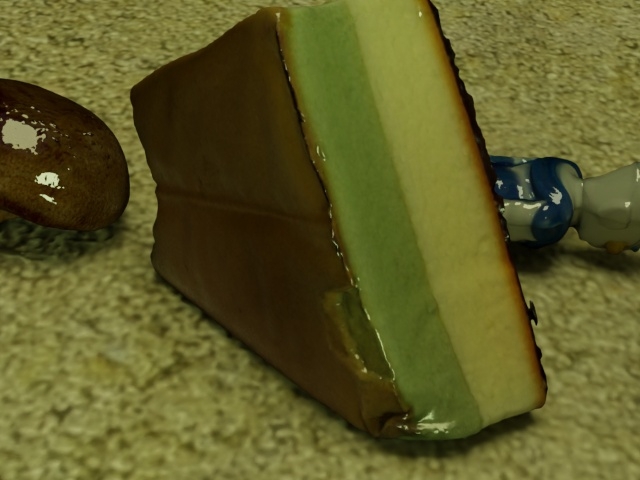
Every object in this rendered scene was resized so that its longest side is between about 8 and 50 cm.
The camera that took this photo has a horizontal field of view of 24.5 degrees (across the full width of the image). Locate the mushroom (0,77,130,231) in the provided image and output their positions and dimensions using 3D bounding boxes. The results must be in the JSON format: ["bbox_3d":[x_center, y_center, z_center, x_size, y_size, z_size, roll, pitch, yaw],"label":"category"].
[{"bbox_3d":[-0.167,-0.043,0.837,0.127,0.087,0.127,23,12,-5],"label":"mushroom"}]

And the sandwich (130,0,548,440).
[{"bbox_3d":[0.000,0.000,0.756,0.108,0.220,0.186,-18,0,-33],"label":"sandwich"}]

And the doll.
[{"bbox_3d":[0.109,-0.023,0.869,0.227,0.057,0.114,5,21,18],"label":"doll"}]
